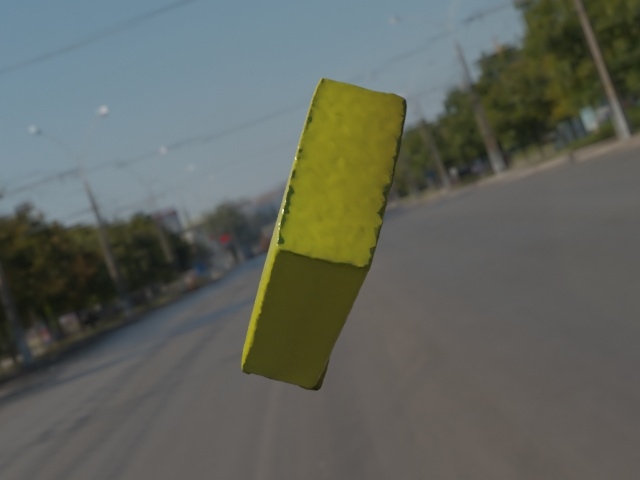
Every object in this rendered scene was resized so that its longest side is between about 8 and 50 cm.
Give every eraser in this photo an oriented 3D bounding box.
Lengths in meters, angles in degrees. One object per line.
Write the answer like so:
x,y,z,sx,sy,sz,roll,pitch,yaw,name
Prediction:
0.000,0.000,0.787,0.045,0.097,0.122,14,-34,-3,eraser
